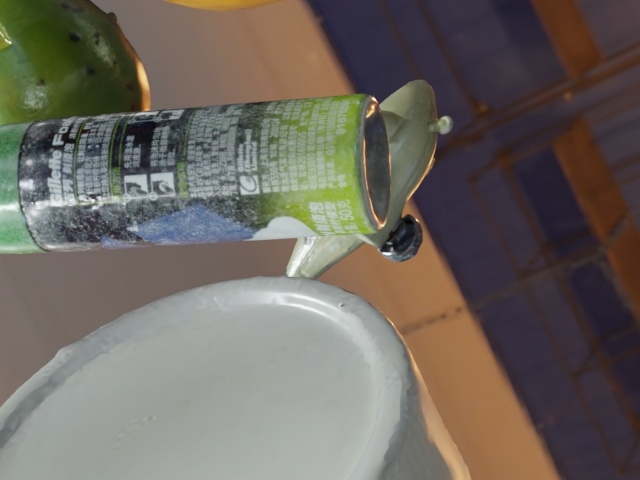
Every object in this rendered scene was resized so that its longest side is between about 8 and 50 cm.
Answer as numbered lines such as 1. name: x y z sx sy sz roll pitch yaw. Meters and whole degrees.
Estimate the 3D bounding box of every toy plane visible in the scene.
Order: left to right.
1. toy plane: 0.000 0.000 1.294 0.108 0.286 0.092 28 177 42

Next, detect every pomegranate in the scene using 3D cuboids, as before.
1. pomegranate: -0.302 -0.111 1.577 0.301 0.236 0.236 -32 -82 -21

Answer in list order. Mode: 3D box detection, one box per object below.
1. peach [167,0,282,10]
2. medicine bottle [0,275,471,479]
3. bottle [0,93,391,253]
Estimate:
1. peach: -0.065 -0.339 1.248 0.342 0.301 0.343 37 -144 -33
2. medicine bottle: 0.009 0.214 0.732 0.211 0.211 0.371 -76 -32 -51
3. bottle: -0.122 -0.041 1.160 0.093 0.330 0.093 -3 -90 -75
